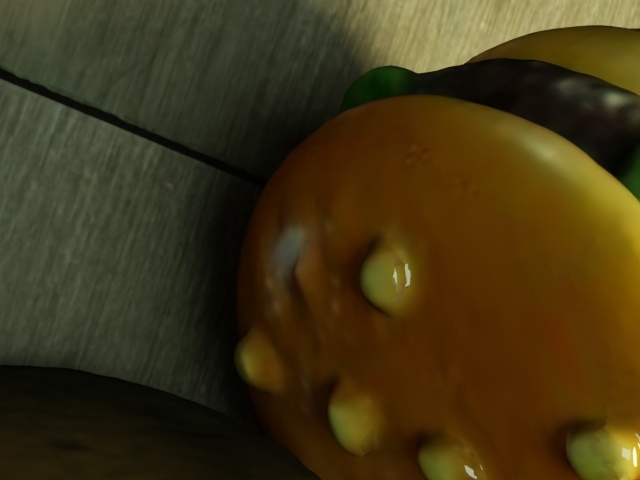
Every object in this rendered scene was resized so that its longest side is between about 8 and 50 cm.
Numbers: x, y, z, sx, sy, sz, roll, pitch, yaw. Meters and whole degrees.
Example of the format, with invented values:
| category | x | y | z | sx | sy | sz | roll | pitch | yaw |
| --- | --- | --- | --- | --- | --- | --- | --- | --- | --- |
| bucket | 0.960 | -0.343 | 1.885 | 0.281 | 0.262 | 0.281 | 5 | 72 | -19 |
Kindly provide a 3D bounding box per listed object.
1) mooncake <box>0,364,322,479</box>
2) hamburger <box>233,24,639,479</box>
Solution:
| category | x | y | z | sx | sy | sz | roll | pitch | yaw |
| --- | --- | --- | --- | --- | --- | --- | --- | --- | --- |
| mooncake | -0.142 | 0.182 | 0.771 | 0.290 | 0.290 | 0.161 | 6 | 103 | -32 |
| hamburger | 0.131 | 0.062 | 0.853 | 0.277 | 0.395 | 0.396 | -26 | 109 | -41 |
